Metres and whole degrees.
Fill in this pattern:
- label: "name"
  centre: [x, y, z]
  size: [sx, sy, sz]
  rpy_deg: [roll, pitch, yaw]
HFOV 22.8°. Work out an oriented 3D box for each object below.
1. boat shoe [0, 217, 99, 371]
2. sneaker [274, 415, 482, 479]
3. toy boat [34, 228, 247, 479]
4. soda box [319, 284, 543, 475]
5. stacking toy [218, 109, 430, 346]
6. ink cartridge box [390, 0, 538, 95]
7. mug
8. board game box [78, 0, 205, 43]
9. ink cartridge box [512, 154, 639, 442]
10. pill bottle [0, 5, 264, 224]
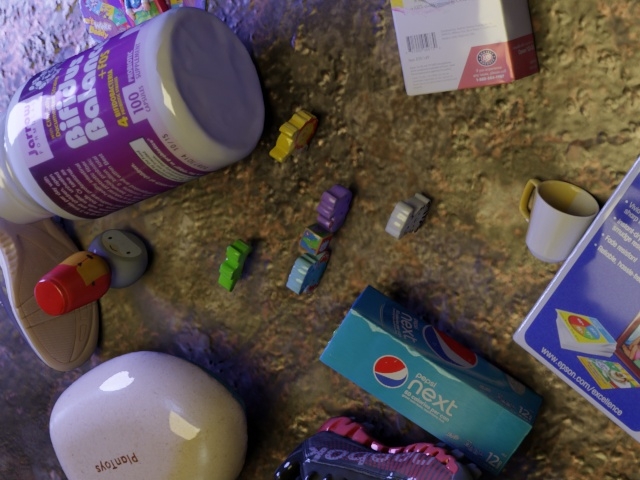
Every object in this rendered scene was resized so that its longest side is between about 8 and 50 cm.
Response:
- label: "boat shoe"
  centre: [-0.345, 0.017, 1.822]
  size: [0.092, 0.103, 0.285]
  rpy_deg: [-7, 112, 56]
- label: "sneaker"
  centre: [0.052, 0.251, 1.567]
  size: [0.276, 0.135, 0.097]
  rpy_deg: [9, 119, 53]
- label: "toy boat"
  centre: [-0.199, 0.149, 1.753]
  size: [0.267, 0.148, 0.318]
  rpy_deg: [-14, 102, 37]
- label: "soda box"
  centre: [0.110, 0.136, 1.569]
  size: [0.210, 0.067, 0.071]
  rpy_deg: [33, 117, 3]
- label: "stacking toy"
  centre: [0.000, 0.000, 1.640]
  size: [0.167, 0.052, 0.221]
  rpy_deg: [35, 120, 20]
- label: "ink cartridge box"
  centre: [0.127, -0.243, 1.490]
  size: [0.115, 0.067, 0.198]
  rpy_deg: [-4, 102, 31]
- label: "mug"
  centre: [0.223, -0.018, 1.505]
  size: [0.062, 0.078, 0.064]
  rpy_deg: [13, 122, -7]
- label: "board game box"
  centre: [-0.202, -0.260, 1.700]
  size: [0.169, 0.033, 0.133]
  rpy_deg: [23, 113, 24]
- label: "ink cartridge box"
  centre: [0.374, 0.066, 1.426]
  size: [0.303, 0.072, 0.307]
  rpy_deg: [41, 117, 17]
- label: "pill bottle"
  centre: [-0.221, -0.118, 1.666]
  size: [0.301, 0.169, 0.169]
  rpy_deg: [-20, 92, 32]
